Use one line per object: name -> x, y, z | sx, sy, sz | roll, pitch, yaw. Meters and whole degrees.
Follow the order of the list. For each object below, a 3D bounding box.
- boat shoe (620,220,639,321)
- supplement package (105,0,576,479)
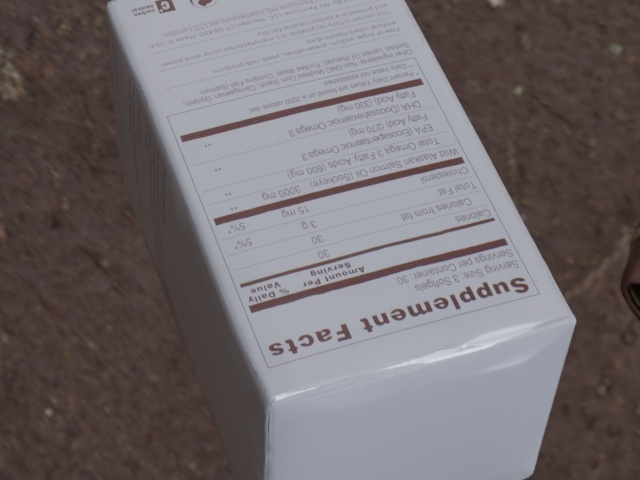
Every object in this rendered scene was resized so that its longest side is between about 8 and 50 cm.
boat shoe -> 0.394, 0.129, 1.582 | 0.342, 0.123, 0.123 | 51, 45, -18
supplement package -> 0.000, 0.000, 0.594 | 0.105, 0.179, 0.105 | -15, 146, -14
